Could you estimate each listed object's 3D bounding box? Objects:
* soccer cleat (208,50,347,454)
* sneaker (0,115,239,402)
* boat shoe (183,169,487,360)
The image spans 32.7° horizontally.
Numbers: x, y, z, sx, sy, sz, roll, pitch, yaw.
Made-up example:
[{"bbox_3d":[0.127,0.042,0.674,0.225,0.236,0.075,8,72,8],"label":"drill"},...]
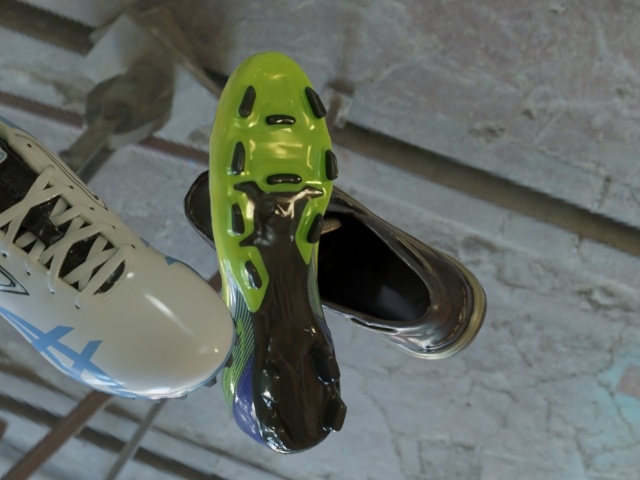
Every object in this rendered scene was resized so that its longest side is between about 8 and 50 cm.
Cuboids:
[{"bbox_3d":[-0.045,0.011,0.774,0.121,0.093,0.289,22,120,58],"label":"soccer cleat"},{"bbox_3d":[-0.142,0.000,0.552,0.237,0.085,0.086,34,164,22],"label":"sneaker"},{"bbox_3d":[0.000,0.000,1.099,0.355,0.132,0.130,23,175,26],"label":"boat shoe"}]
